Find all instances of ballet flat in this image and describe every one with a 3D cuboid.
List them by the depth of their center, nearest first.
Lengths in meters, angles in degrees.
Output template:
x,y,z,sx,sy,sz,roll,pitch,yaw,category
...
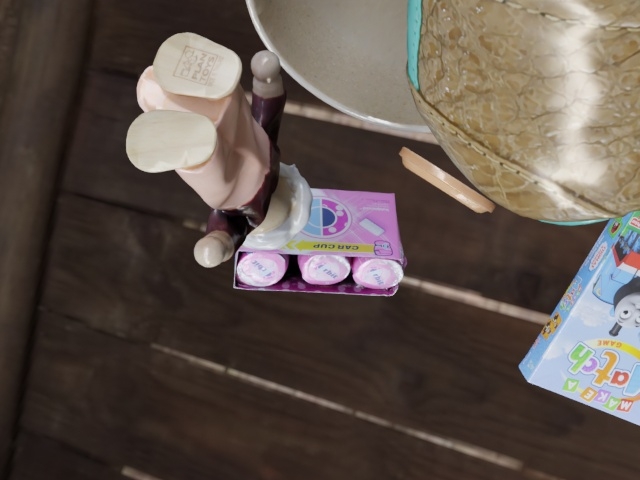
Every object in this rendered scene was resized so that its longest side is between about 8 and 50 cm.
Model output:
x,y,z,sx,sy,sz,roll,pitch,yaw,category
0.173,-0.114,0.343,0.124,0.342,0.116,59,13,-47,ballet flat

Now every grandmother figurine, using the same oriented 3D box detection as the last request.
x,y,z,sx,sy,sz,roll,pitch,yaw,category
-0.079,-0.073,1.328,0.208,0.104,0.342,-63,164,-11,grandmother figurine

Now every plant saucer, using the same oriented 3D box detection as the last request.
x,y,z,sx,sy,sz,roll,pitch,yaw,category
0.094,-0.044,1.101,0.013,0.083,0.083,-57,148,5,plant saucer

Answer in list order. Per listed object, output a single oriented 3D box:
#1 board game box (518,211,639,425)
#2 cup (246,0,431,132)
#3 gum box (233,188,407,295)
x,y,z,sx,sy,sz,roll,pitch,yaw,category
0.324,0.077,1.489,0.160,0.039,0.212,22,110,-20,board game box
0.109,-0.321,1.634,0.237,0.331,0.331,-65,148,-35,cup
0.000,0.000,1.617,0.107,0.188,0.062,-92,-173,-46,gum box
